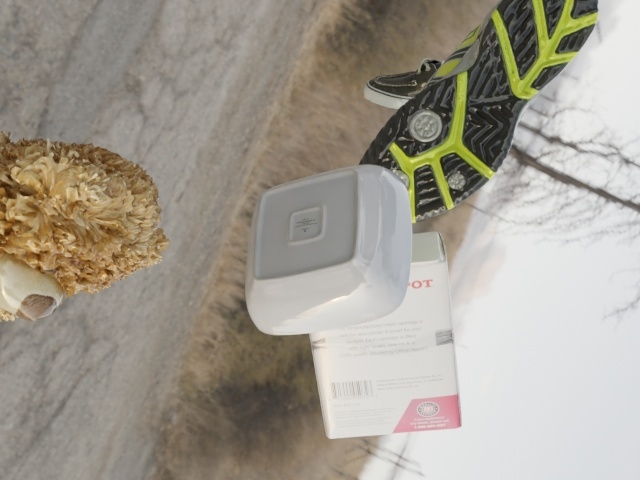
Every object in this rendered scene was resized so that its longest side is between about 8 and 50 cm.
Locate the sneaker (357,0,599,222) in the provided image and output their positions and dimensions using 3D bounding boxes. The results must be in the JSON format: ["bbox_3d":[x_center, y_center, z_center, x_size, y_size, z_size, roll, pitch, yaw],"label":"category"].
[{"bbox_3d":[0.197,-0.169,1.053,0.384,0.145,0.147,-46,180,8],"label":"sneaker"}]

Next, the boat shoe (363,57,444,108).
[{"bbox_3d":[0.176,-0.248,1.284,0.078,0.219,0.070,-75,165,-54],"label":"boat shoe"}]

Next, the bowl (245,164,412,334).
[{"bbox_3d":[0.000,0.000,0.669,0.053,0.142,0.142,51,35,-49],"label":"bowl"}]

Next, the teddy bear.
[{"bbox_3d":[-0.282,-0.024,0.580,0.245,0.338,0.113,115,-2,-52],"label":"teddy bear"}]

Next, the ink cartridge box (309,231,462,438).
[{"bbox_3d":[0.095,0.140,1.227,0.117,0.207,0.283,-80,163,-66],"label":"ink cartridge box"}]
